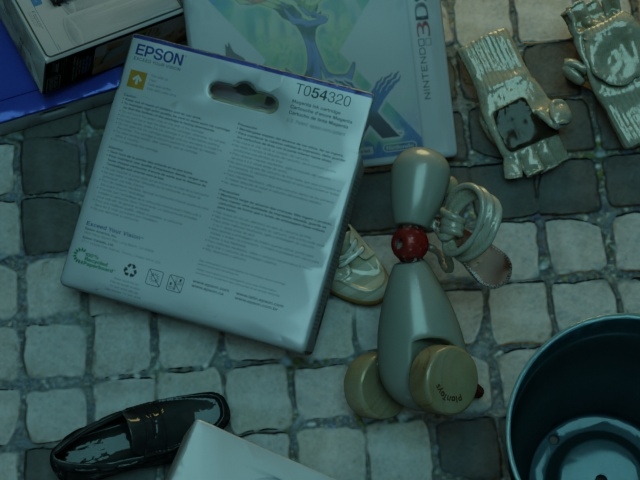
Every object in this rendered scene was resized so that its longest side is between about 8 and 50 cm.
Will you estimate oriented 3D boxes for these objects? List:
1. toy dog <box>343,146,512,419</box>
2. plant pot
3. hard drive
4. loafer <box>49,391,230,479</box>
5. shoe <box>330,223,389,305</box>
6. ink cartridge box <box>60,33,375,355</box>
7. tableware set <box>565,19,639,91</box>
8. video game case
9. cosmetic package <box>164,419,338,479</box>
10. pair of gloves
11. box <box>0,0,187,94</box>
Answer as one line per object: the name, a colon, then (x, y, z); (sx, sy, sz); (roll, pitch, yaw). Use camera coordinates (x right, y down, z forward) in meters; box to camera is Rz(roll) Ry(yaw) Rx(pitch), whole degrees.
toy dog: (0.148, 0.071, 1.939); (0.220, 0.161, 0.334); (28, 104, 49)
plant pot: (0.336, 0.250, 1.822); (0.271, 0.255, 0.272); (-1, 69, 2)
hard drive: (-0.397, -0.308, 2.159); (0.210, 0.040, 0.319); (-17, 70, -5)
loafer: (-0.216, 0.236, 1.933); (0.223, 0.078, 0.076); (-19, 71, -6)
shoe: (0.000, 0.000, 2.026); (0.219, 0.058, 0.076); (41, 76, 15)
ink cartridge box: (-0.122, -0.058, 1.996); (0.324, 0.071, 0.330); (16, 86, 11)
tableware set: (0.435, -0.230, 2.114); (0.194, 0.039, 0.128); (28, 73, 11)
video game case: (-0.003, -0.236, 2.061); (0.329, 0.036, 0.300); (-7, 93, -4)
cosmetic package: (-0.092, 0.358, 1.835); (0.224, 0.138, 0.225); (25, 70, -4)
pair of gloves: (0.318, -0.200, 2.078); (0.240, 0.042, 0.204); (-18, 84, 2)
box: (-0.266, -0.325, 2.101); (0.290, 0.087, 0.169); (-23, 73, -22)
